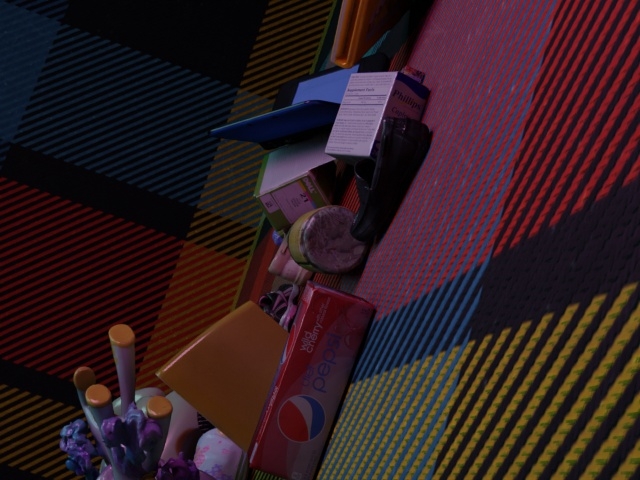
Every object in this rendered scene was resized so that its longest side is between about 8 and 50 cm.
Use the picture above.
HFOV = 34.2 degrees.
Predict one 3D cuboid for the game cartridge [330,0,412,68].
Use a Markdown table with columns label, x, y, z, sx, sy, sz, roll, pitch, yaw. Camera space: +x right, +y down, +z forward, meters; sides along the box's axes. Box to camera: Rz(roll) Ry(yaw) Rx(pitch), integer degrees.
| label | x | y | z | sx | sy | sz | roll | pitch | yaw |
| --- | --- | --- | --- | --- | --- | --- | --- | --- | --- |
| game cartridge | 0.129 | -0.495 | 1.872 | 0.323 | 0.053 | 0.285 | -49 | -21 | -47 |

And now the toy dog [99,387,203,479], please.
| label | x | y | z | sx | sy | sz | roll | pitch | yaw |
| --- | --- | --- | --- | --- | --- | --- | --- | --- | --- |
| toy dog | -0.332 | 0.544 | 2.351 | 0.395 | 0.284 | 0.408 | -26 | 27 | 23 |

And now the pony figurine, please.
| label | x | y | z | sx | sy | sz | roll | pitch | yaw |
| --- | --- | --- | --- | --- | --- | --- | --- | --- | --- |
| pony figurine | -0.305 | 0.377 | 1.714 | 0.351 | 0.303 | 0.363 | 50 | 146 | 44 |

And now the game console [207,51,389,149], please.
| label | x | y | z | sx | sy | sz | roll | pitch | yaw |
| --- | --- | --- | --- | --- | --- | --- | --- | --- | --- |
| game console | -0.043 | -0.290 | 2.071 | 0.293 | 0.173 | 0.250 | -10 | 52 | 38 |

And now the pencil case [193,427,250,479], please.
| label | x | y | z | sx | sy | sz | roll | pitch | yaw |
| --- | --- | --- | --- | --- | --- | --- | --- | --- | --- |
| pencil case | -0.190 | 0.465 | 1.926 | 0.124 | 0.113 | 0.273 | -47 | 17 | 21 |

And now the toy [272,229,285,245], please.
| label | x | y | z | sx | sy | sz | roll | pitch | yaw |
| --- | --- | --- | --- | --- | --- | --- | --- | --- | --- |
| toy | -0.087 | -0.050 | 2.714 | 0.137 | 0.056 | 0.237 | -90 | 21 | -72 |

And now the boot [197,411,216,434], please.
| label | x | y | z | sx | sy | sz | roll | pitch | yaw |
| --- | --- | --- | --- | --- | --- | --- | --- | --- | --- |
| boot | -0.215 | 0.390 | 2.207 | 0.137 | 0.077 | 0.197 | -135 | 37 | -86 |

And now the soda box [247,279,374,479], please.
| label | x | y | z | sx | sy | sz | roll | pitch | yaw |
| --- | --- | --- | --- | --- | --- | --- | --- | --- | --- |
| soda box | -0.015 | 0.193 | 1.425 | 0.083 | 0.092 | 0.263 | -149 | 78 | -83 |

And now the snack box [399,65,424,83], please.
| label | x | y | z | sx | sy | sz | roll | pitch | yaw |
| --- | --- | --- | --- | --- | --- | --- | --- | --- | --- |
| snack box | 0.121 | -0.217 | 1.705 | 0.141 | 0.037 | 0.100 | 145 | 142 | -75 |

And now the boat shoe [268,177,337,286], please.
| label | x | y | z | sx | sy | sz | roll | pitch | yaw |
| --- | --- | --- | --- | --- | --- | --- | --- | --- | --- |
| boat shoe | -0.038 | -0.045 | 2.178 | 0.109 | 0.098 | 0.302 | 120 | 167 | -54 |

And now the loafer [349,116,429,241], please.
| label | x | y | z | sx | sy | sz | roll | pitch | yaw |
| --- | --- | --- | --- | --- | --- | --- | --- | --- | --- |
| loafer | 0.083 | -0.090 | 1.497 | 0.076 | 0.078 | 0.223 | -78 | 11 | -48 |

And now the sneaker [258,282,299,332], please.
| label | x | y | z | sx | sy | sz | roll | pitch | yaw |
| --- | --- | --- | --- | --- | --- | --- | --- | --- | --- |
| sneaker | -0.091 | 0.129 | 2.205 | 0.178 | 0.077 | 0.072 | -97 | 29 | -75 |

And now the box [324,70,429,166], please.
| label | x | y | z | sx | sy | sz | roll | pitch | yaw |
| --- | --- | --- | --- | --- | --- | --- | --- | --- | --- |
| box | 0.086 | -0.182 | 1.584 | 0.126 | 0.072 | 0.137 | 12 | 82 | 57 |

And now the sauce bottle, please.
| label | x | y | z | sx | sy | sz | roll | pitch | yaw |
| --- | --- | --- | --- | --- | --- | --- | --- | --- | --- |
| sauce bottle | 0.000 | 0.000 | 1.743 | 0.344 | 0.111 | 0.111 | -177 | 106 | -81 |

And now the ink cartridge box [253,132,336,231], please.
| label | x | y | z | sx | sy | sz | roll | pitch | yaw |
| --- | --- | --- | --- | --- | --- | --- | --- | --- | --- |
| ink cartridge box | 0.006 | -0.144 | 2.087 | 0.255 | 0.097 | 0.188 | -23 | 26 | 17 |

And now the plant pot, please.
| label | x | y | z | sx | sy | sz | roll | pitch | yaw |
| --- | --- | --- | --- | --- | --- | --- | --- | --- | --- |
| plant pot | -0.123 | 0.216 | 1.702 | 0.187 | 0.212 | 0.212 | -49 | 0 | -9 |
